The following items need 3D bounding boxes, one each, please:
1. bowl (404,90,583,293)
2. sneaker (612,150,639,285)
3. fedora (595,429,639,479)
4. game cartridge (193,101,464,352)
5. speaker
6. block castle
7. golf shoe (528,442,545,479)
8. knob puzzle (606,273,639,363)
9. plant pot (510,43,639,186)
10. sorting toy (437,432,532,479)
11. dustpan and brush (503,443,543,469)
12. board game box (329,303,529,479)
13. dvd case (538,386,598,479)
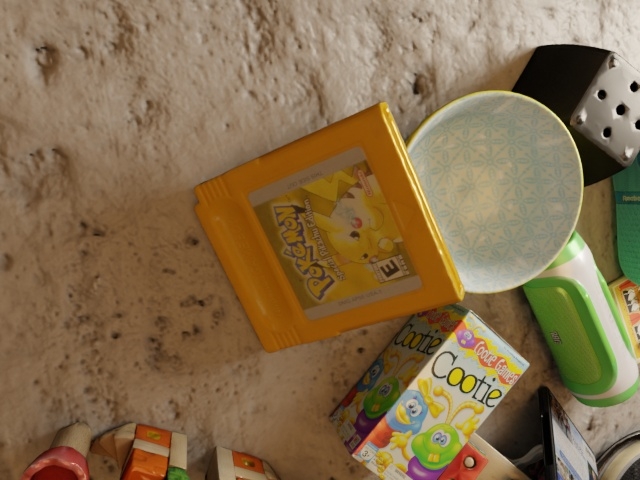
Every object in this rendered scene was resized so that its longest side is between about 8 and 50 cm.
[{"bbox_3d":[0.230,-0.076,0.882,0.289,0.156,0.289,-1,99,-8],"label":"bowl"},{"bbox_3d":[0.636,-0.087,1.002,0.208,0.127,0.319,-8,105,-13],"label":"sneaker"},{"bbox_3d":[0.638,0.528,1.055,0.334,0.152,0.334,-1,96,-13],"label":"fedora"},{"bbox_3d":[0.000,0.000,0.809,0.323,0.053,0.285,-20,102,24],"label":"game cartridge"},{"bbox_3d":[0.434,0.132,0.974,0.131,0.131,0.296,-30,102,-9],"label":"speaker"},{"bbox_3d":[-0.220,0.469,0.814,0.453,0.213,0.303,22,91,-14],"label":"block castle"},{"bbox_3d":[0.393,0.461,1.032,0.086,0.067,0.186,39,86,-16],"label":"golf shoe"},{"bbox_3d":[0.645,0.119,1.073,0.213,0.030,0.213,-1,96,-13],"label":"knob puzzle"},{"bbox_3d":[0.417,-0.198,0.913,0.187,0.167,0.188,32,89,-14],"label":"plant pot"},{"bbox_3d":[0.236,0.467,0.925,0.257,0.089,0.255,38,87,15],"label":"sorting toy"},{"bbox_3d":[0.316,0.409,1.011,0.211,0.060,0.147,-33,103,-8],"label":"dustpan and brush"},{"bbox_3d":[0.166,0.242,0.915,0.142,0.144,0.275,42,85,-14],"label":"board game box"},{"bbox_3d":[0.421,0.392,0.956,0.022,0.253,0.180,-30,104,29],"label":"dvd case"}]
